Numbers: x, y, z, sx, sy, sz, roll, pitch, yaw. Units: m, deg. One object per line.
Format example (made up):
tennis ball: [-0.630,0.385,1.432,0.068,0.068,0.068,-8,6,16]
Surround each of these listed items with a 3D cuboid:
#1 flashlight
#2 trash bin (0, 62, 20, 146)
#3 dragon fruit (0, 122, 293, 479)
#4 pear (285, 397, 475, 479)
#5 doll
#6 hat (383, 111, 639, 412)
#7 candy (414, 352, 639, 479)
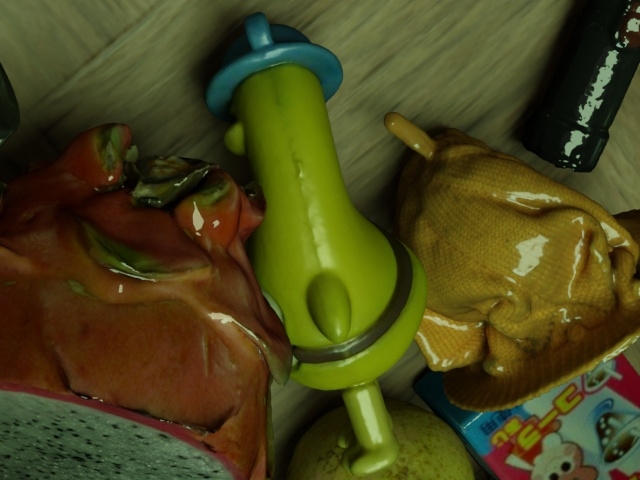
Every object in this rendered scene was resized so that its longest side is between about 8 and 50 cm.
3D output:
flashlight: [0.242,-0.168,1.439,0.093,0.093,0.232,15,105,-30]
trash bin: [-0.351,-0.084,1.107,0.250,0.220,0.219,-42,85,5]
dragon fruit: [-0.160,0.053,1.235,0.305,0.305,0.226,24,62,-31]
pear: [0.055,0.222,1.467,0.178,0.178,0.178,-10,115,-22]
doll: [0.000,0.000,1.322,0.145,0.199,0.363,-17,106,-2]
hat: [0.131,-0.018,1.393,0.233,0.244,0.233,-47,109,-10]
candy: [0.236,0.190,1.580,0.157,0.100,0.306,-42,123,-5]
